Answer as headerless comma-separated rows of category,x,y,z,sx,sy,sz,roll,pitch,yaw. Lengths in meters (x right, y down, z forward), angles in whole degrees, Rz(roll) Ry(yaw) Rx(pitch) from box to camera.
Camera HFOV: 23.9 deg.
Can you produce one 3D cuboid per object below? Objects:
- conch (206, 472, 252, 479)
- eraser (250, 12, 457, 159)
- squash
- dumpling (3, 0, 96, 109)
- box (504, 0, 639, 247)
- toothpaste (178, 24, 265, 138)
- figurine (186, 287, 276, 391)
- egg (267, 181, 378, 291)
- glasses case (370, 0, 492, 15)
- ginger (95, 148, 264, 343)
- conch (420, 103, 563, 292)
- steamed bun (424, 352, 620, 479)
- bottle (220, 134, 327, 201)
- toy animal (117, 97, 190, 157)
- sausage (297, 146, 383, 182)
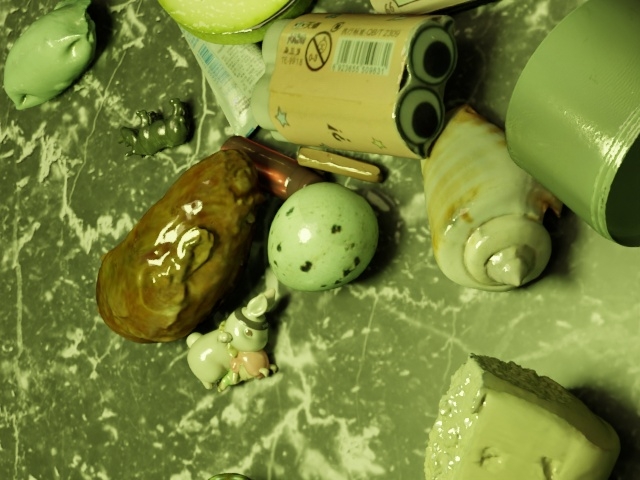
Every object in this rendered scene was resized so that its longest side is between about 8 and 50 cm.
conch,-0.120,0.386,1.883,0.181,0.124,0.187,19,103,43
eraser,0.035,-0.197,1.836,0.290,0.087,0.171,11,88,52
squash,-0.106,-0.381,1.999,0.252,0.049,0.252,-5,74,17
dumpling,-0.392,-0.283,2.246,0.105,0.149,0.216,44,124,-6
box,0.319,-0.123,1.529,0.149,0.226,0.226,46,112,35
toothpaste,-0.141,-0.279,2.050,0.114,0.073,0.299,-44,64,31
figurine,-0.094,0.132,1.948,0.146,0.081,0.098,-33,107,26
egg,0.000,0.000,1.851,0.164,0.131,0.131,-43,55,54
glasses case,0.185,-0.341,1.775,0.314,0.075,0.122,-9,76,39
ginger,-0.179,0.029,1.950,0.321,0.165,0.172,-46,31,33
conch,0.170,-0.051,1.707,0.158,0.127,0.255,-49,55,24
steamed bun,0.191,0.245,1.614,0.170,0.200,0.226,-103,37,-71
bottle,-0.058,-0.088,1.952,0.164,0.060,0.060,26,100,39
toy animal,-0.237,-0.152,2.116,0.135,0.047,0.065,-14,82,32
sausage,0.026,-0.093,1.884,0.116,0.026,0.026,16,93,24
